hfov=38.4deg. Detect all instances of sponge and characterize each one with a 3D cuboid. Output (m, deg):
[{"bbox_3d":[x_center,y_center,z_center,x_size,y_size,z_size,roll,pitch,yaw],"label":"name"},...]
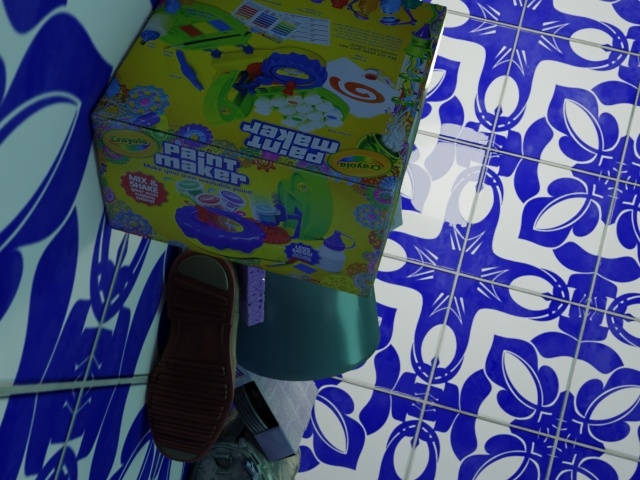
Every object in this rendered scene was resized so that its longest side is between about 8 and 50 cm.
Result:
[{"bbox_3d":[-0.110,0.024,1.329,0.210,0.031,0.117,99,-28,-56],"label":"sponge"}]

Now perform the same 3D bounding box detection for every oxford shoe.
[{"bbox_3d":[-0.170,0.158,1.340,0.130,0.123,0.348,-75,179,-71],"label":"oxford shoe"}]

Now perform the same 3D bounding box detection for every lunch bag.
[{"bbox_3d":[-0.159,0.490,1.905,0.305,0.212,0.256,-54,141,-77],"label":"lunch bag"}]

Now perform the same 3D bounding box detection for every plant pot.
[{"bbox_3d":[-0.036,0.078,1.692,0.293,0.293,0.235,-65,156,-61],"label":"plant pot"}]

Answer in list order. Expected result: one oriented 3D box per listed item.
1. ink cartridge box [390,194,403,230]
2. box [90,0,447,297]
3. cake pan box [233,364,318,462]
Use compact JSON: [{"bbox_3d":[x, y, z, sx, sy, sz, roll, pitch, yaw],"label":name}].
[{"bbox_3d":[0.000,0.000,1.917,0.371,0.069,0.176,-31,158,-6],"label":"ink cartridge box"},{"bbox_3d":[-0.045,-0.131,0.971,0.177,0.290,0.279,98,9,-52],"label":"box"},{"bbox_3d":[-0.105,0.281,1.863,0.246,0.070,0.267,60,19,-13],"label":"cake pan box"}]
